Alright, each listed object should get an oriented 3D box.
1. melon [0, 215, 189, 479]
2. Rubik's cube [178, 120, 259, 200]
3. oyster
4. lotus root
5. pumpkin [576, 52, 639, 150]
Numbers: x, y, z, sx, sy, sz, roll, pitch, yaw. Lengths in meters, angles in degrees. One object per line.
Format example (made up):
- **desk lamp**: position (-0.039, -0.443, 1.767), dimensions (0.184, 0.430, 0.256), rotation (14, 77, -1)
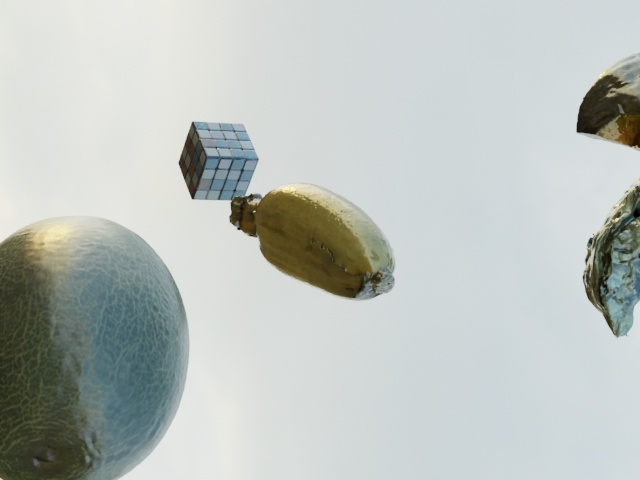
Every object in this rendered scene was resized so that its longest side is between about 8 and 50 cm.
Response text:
- **melon**: position (-0.249, 0.105, 1.383), dimensions (0.302, 0.237, 0.237), rotation (-90, -174, -52)
- **Rubik's cube**: position (-0.164, -0.126, 2.234), dimensions (0.092, 0.092, 0.092), rotation (65, -37, 40)
- **oyster**: position (0.516, -0.005, 2.266), dimensions (0.158, 0.351, 0.162), rotation (13, -23, 29)
- **lotus root**: position (0.001, -0.003, 2.030), dimensions (0.303, 0.131, 0.146), rotation (26, -44, 39)
- **pumpkin**: position (0.437, -0.141, 1.614), dimensions (0.130, 0.254, 0.149), rotation (5, -105, 61)
